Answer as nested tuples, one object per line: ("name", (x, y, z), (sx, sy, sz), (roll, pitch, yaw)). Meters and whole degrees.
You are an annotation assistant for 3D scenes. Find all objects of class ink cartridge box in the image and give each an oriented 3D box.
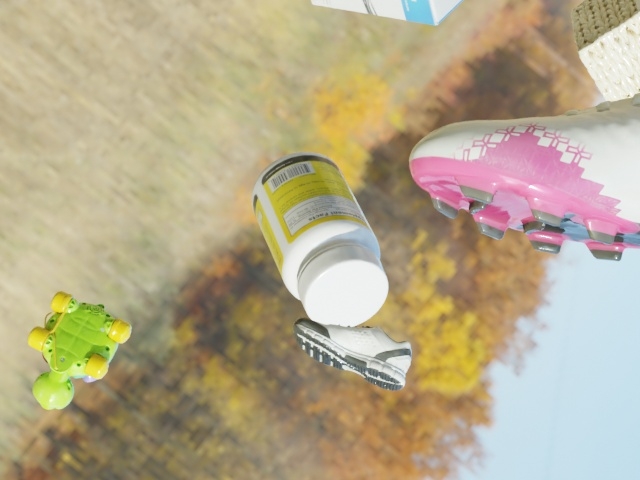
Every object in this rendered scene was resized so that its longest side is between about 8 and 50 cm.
("ink cartridge box", (0.093, -0.334, 1.930), (0.139, 0.190, 0.082), (-46, 136, -33))

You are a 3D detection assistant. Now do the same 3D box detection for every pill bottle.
("pill bottle", (0.000, 0.000, 1.885), (0.119, 0.119, 0.208), (-50, -143, 21))

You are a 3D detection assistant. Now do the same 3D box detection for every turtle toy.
("turtle toy", (-0.267, 0.122, 1.753), (0.130, 0.095, 0.066), (-60, 172, -28))

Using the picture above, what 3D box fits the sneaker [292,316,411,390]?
("sneaker", (0.028, 0.090, 1.398), (0.040, 0.109, 0.044), (105, 11, -64))

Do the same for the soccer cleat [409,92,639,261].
("soccer cleat", (0.227, -0.056, 1.132), (0.116, 0.331, 0.143), (140, -37, -77))

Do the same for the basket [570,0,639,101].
("basket", (0.341, -0.215, 1.765), (0.103, 0.113, 0.167), (-29, -161, 17))
